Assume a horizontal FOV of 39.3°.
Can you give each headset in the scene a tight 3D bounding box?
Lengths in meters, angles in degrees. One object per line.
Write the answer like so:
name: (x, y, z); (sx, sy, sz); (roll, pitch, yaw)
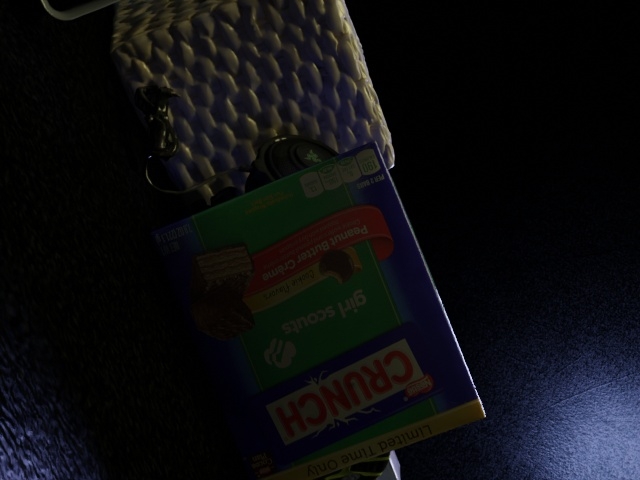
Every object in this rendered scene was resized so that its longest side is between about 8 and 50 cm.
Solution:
headset: (-0.084, -0.059, 1.178); (0.394, 0.243, 0.185); (31, 28, -47)

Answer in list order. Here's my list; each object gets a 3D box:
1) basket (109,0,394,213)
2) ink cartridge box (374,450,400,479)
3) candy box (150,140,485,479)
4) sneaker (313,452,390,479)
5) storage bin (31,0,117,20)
basket: (-0.094, -0.238, 1.290); (0.266, 0.328, 0.331); (-105, 173, -60)
ink cartridge box: (0.070, 0.391, 1.772); (0.353, 0.119, 0.207); (63, 6, -79)
candy box: (-0.002, 0.087, 0.995); (0.122, 0.268, 0.317); (-47, 114, -84)
sneaker: (0.003, 0.236, 1.355); (0.147, 0.145, 0.384); (-110, 179, -53)
storage bin: (-0.255, -0.267, 0.827); (0.091, 0.098, 0.135); (6, -57, 60)
